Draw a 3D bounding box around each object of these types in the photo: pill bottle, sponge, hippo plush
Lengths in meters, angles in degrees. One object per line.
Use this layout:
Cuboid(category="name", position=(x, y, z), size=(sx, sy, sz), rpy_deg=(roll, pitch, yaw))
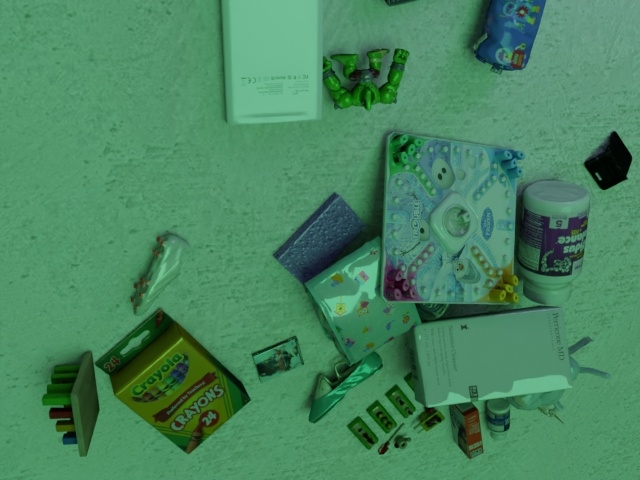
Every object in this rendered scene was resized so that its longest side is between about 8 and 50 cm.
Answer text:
Cuboid(category="pill bottle", position=(0.528, 0.531, 2.214), size=(0.067, 0.067, 0.120), rpy_deg=(-16, 119, -17))
Cuboid(category="sponge", position=(0.000, 0.000, 1.754), size=(0.210, 0.031, 0.117), rpy_deg=(-46, 123, 0))
Cuboid(category="pill bottle", position=(0.604, 0.010, 1.950), size=(0.169, 0.169, 0.302), rpy_deg=(-13, 117, -19))
Cuboid(category="hippo plush", position=(0.620, 0.364, 2.133), size=(0.294, 0.234, 0.237), rpy_deg=(-19, 151, 1))

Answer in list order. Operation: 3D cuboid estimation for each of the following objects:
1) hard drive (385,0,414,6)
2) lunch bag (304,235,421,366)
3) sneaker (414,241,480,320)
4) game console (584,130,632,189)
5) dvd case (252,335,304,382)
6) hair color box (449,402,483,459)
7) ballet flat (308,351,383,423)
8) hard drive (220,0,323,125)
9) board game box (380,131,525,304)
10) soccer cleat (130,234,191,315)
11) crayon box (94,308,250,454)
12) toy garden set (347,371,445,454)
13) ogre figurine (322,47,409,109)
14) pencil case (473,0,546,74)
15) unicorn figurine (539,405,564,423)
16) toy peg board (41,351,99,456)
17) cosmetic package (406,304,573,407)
Cuboid(category="hard drive", position=(0.230, -0.607, 1.564), size=(0.254, 0.054, 0.172), rpy_deg=(-24, 120, -13))
Cuboid(category="lunch bag", position=(0.091, 0.133, 1.783), size=(0.223, 0.160, 0.262), rpy_deg=(-31, 127, -8))
Cuboid(category="sneaker", position=(0.320, 0.067, 1.894), size=(0.297, 0.111, 0.129), rpy_deg=(-61, 163, -6))
Cuboid(category="game console", position=(0.780, -0.214, 2.019), size=(0.107, 0.071, 0.122), rpy_deg=(-30, 126, 27))
Cuboid(category="dvd case", position=(-0.104, 0.295, 1.853), size=(0.119, 0.013, 0.087), rpy_deg=(-21, 120, -15))
Cuboid(category="hair color box", position=(0.419, 0.534, 2.151), size=(0.053, 0.093, 0.167), rpy_deg=(-21, 119, -13))
Cuboid(category="ballet flat", position=(0.046, 0.362, 1.923), size=(0.247, 0.083, 0.087), rpy_deg=(-40, 98, -3))
Cuboid(category="hard drive", position=(-0.096, -0.392, 1.509), size=(0.202, 0.040, 0.308), rpy_deg=(-5, 115, -13))
Cuboid(category="board game box", position=(0.325, -0.044, 1.772), size=(0.389, 0.050, 0.390), rpy_deg=(4, 88, -28))
Cuboid(category="soccer cleat", position=(-0.346, 0.081, 1.616), size=(0.076, 0.068, 0.196), rpy_deg=(21, 100, -33))
Cuboid(category="crayon box", position=(-0.336, 0.331, 1.724), size=(0.202, 0.081, 0.318), rpy_deg=(-41, 122, -2))
Cuboid(category="toy garden set", position=(0.226, 0.506, 2.077), size=(0.244, 0.049, 0.204), rpy_deg=(-39, 123, -3))
Cuboid(category="ogre figurine", position=(0.090, -0.344, 1.599), size=(0.196, 0.097, 0.118), rpy_deg=(-14, 112, -23))
Cuboid(category="pencil case", position=(0.428, -0.527, 1.653), size=(0.133, 0.119, 0.306), rpy_deg=(6, 111, -15))
Cuboid(category="unicorn figurine", position=(0.672, 0.486, 2.271), size=(0.161, 0.060, 0.111), rpy_deg=(8, 110, -10))
Cuboid(category="toy peg board", position=(-0.537, 0.352, 1.608), size=(0.079, 0.161, 0.161), rpy_deg=(-1, 115, -5))
Cuboid(category="cosmetic package", position=(0.427, 0.292, 1.912), size=(0.384, 0.156, 0.217), rpy_deg=(-8, 86, -4))
